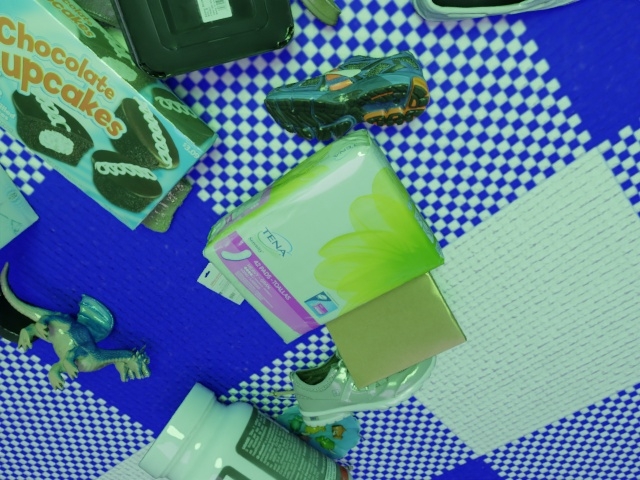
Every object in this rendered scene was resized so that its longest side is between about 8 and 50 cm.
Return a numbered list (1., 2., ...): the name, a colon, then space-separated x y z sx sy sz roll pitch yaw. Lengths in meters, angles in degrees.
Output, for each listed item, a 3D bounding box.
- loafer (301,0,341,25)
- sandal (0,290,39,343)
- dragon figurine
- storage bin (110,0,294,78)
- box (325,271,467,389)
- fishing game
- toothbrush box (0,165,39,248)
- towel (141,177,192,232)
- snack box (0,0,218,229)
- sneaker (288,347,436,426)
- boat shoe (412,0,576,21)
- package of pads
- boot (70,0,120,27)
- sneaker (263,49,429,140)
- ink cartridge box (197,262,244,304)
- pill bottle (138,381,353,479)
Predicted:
1. loafer: -0.016 -0.322 0.520 0.050 0.056 0.148 -29 115 23
2. sandal: -0.587 0.090 0.751 0.254 0.097 0.054 29 118 -25
3. dragon figurine: -0.426 0.156 0.782 0.085 0.144 0.289 -39 92 22
4. storage bin: -0.133 -0.263 0.498 0.180 0.084 0.122 -22 121 -16
5. box: 0.111 0.134 0.744 0.201 0.021 0.165 -30 81 17
6. fishing game: -0.005 0.410 0.941 0.189 0.041 0.264 -4 119 7
7. toothbrush box: -0.545 -0.035 0.559 0.126 0.296 0.216 -17 117 9
8. towel: -0.279 -0.086 0.677 0.148 0.027 0.110 32 114 -14
9. snack box: -0.311 -0.178 0.561 0.322 0.060 0.187 42 123 -18
10. sneaker: 0.071 0.240 0.807 0.281 0.105 0.115 -26 103 9
11. boat shoe: 0.238 -0.300 0.509 0.258 0.084 0.095 -15 118 10
12. package of pads: 0.000 0.000 0.676 0.296 0.101 0.229 -30 116 16
13. boot: -0.293 -0.379 0.482 0.262 0.091 0.229 31 124 -7
14. sneaker: 0.031 -0.191 0.586 0.221 0.087 0.083 -1 150 18
15. ink cartridge box: -0.158 0.066 0.757 0.083 0.028 0.048 32 115 -16
16. pill bottle: -0.134 0.440 0.843 0.362 0.210 0.210 35 115 -2
